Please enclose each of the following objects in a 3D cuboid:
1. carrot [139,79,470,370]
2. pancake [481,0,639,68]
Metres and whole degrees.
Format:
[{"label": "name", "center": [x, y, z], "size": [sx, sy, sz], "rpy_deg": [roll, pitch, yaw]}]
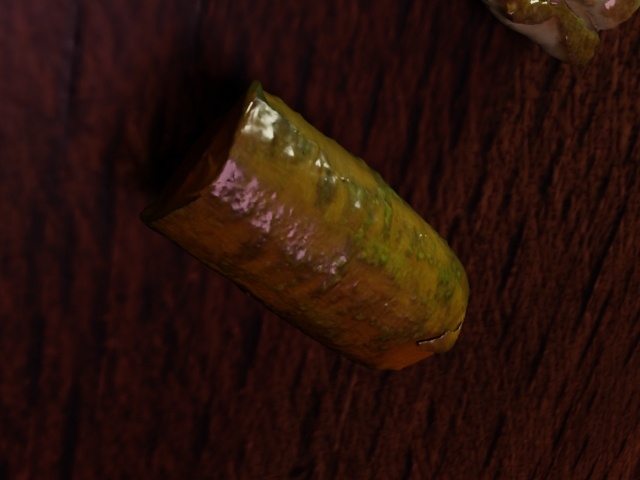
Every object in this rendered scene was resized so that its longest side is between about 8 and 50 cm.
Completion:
[{"label": "carrot", "center": [0.000, 0.000, 0.393], "size": [0.082, 0.082, 0.173], "rpy_deg": [-49, 128, 3]}, {"label": "pancake", "center": [0.085, -0.232, 0.313], "size": [0.197, 0.054, 0.377], "rpy_deg": [-24, 133, -18]}]
